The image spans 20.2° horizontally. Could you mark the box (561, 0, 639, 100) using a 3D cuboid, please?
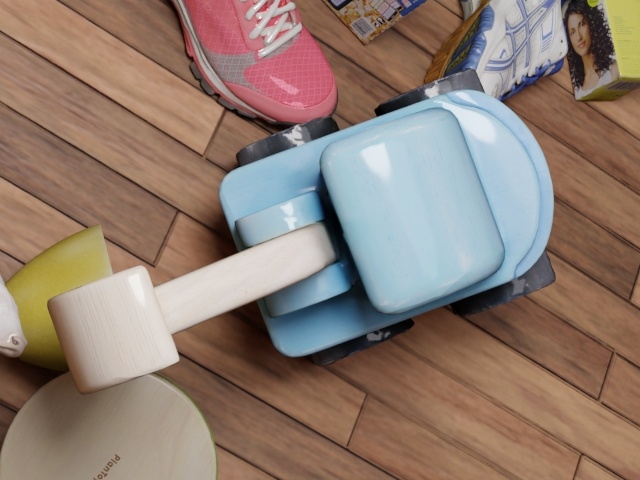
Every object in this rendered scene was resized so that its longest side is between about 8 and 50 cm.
[{"bbox_3d":[0.304,-0.276,1.975,0.058,0.087,0.232,-2,75,-30],"label":"box"}]

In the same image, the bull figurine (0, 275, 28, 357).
[{"bbox_3d":[-0.400,0.070,1.453,0.310,0.101,0.188,22,66,-10],"label":"bull figurine"}]

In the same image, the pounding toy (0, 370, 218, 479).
[{"bbox_3d":[-0.208,0.200,1.546,0.237,0.110,0.183,-23,97,-5],"label":"pounding toy"}]

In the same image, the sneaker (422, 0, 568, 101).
[{"bbox_3d":[0.199,-0.196,1.876,0.131,0.112,0.296,32,63,-18],"label":"sneaker"}]

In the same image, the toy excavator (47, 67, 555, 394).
[{"bbox_3d":[0.000,0.000,1.533,0.433,0.445,0.222,-20,89,-1],"label":"toy excavator"}]

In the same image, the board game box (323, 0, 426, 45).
[{"bbox_3d":[0.025,-0.300,1.787,0.193,0.147,0.045,46,59,-10],"label":"board game box"}]

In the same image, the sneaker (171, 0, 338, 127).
[{"bbox_3d":[-0.083,-0.242,1.714,0.116,0.136,0.314,-42,98,-32],"label":"sneaker"}]

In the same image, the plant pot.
[{"bbox_3d":[-0.222,0.061,1.560,0.095,0.134,0.134,-14,81,-7],"label":"plant pot"}]
